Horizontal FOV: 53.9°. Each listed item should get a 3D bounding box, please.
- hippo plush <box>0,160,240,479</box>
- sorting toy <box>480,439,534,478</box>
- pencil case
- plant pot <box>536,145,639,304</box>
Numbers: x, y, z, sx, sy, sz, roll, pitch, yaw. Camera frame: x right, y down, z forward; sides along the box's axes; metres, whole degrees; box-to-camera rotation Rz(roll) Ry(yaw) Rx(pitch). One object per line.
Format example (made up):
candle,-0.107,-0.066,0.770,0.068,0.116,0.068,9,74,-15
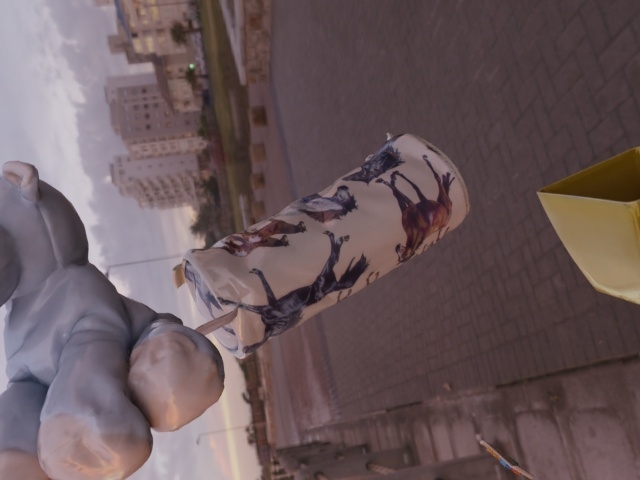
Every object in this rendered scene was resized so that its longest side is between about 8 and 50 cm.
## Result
hippo plush,-0.213,0.051,0.520,0.235,0.294,0.236,-15,110,43
sorting toy,0.250,0.294,0.829,0.083,0.012,0.062,38,175,-38
pencil case,0.000,0.000,0.893,0.183,0.411,0.159,44,158,44
plant pot,0.496,-0.019,0.947,0.187,0.212,0.212,69,168,-13
